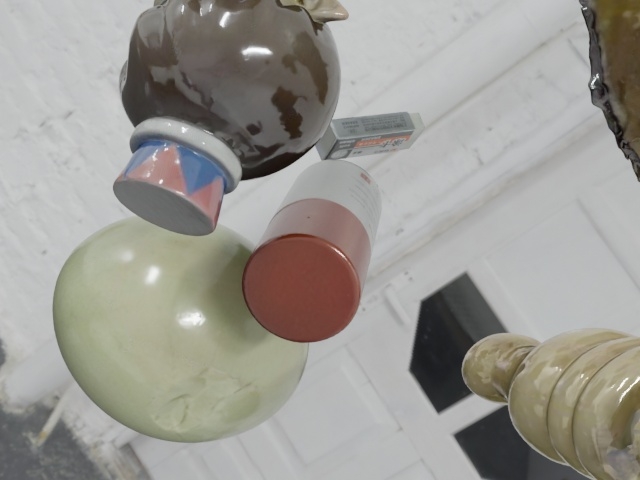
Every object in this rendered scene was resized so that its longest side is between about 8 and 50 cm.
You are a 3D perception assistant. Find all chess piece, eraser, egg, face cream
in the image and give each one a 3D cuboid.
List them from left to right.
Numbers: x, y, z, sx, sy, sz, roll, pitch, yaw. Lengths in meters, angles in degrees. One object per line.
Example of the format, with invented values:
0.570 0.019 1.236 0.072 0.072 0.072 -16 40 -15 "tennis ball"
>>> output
-0.133 0.088 0.727 0.269 0.219 0.219 34 25 -24 "egg"
0.000 0.000 0.652 0.095 0.096 0.214 50 20 -11 "face cream"
0.058 -0.122 0.855 0.122 0.052 0.029 -11 70 -25 "eraser"
0.202 0.104 0.431 0.124 0.139 0.307 59 -18 -17 "chess piece"

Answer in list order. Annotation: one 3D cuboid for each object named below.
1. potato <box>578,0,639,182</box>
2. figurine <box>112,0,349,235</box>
0.384 -0.206 0.497 0.290 0.396 0.296 5 2 -27 "potato"
-0.068 -0.139 0.485 0.158 0.161 0.275 21 55 -49 "figurine"
